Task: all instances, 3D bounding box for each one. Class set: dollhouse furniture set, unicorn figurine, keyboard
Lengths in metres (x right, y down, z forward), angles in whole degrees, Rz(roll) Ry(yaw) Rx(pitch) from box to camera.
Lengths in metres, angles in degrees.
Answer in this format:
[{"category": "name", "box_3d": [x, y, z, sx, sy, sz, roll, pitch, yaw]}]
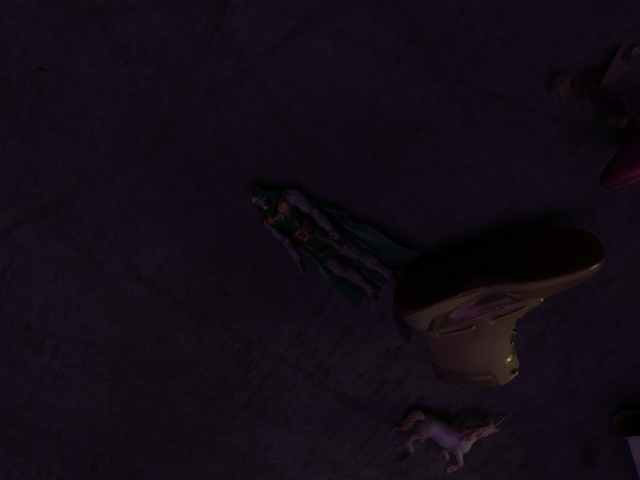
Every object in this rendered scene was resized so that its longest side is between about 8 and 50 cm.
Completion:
[{"category": "dollhouse furniture set", "box_3d": [0.338, -0.169, 0.749, 0.114, 0.091, 0.081, 41, 77, -44]}, {"category": "unicorn figurine", "box_3d": [0.209, 0.319, 1.042, 0.162, 0.060, 0.111, 17, 123, -6]}, {"category": "keyboard", "box_3d": [0.205, 0.046, 0.890, 0.180, 0.023, 0.108, -1, 122, 4]}]

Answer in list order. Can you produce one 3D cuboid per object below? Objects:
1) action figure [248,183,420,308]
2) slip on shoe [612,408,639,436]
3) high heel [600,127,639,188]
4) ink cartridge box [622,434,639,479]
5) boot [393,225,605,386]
[{"category": "action figure", "box_3d": [0.000, 0.000, 0.858, 0.232, 0.063, 0.137, 36, 122, -13]}, {"category": "slip on shoe", "box_3d": [0.527, 0.311, 1.020, 0.135, 0.041, 0.051, 31, 120, -14]}, {"category": "high heel", "box_3d": [0.377, -0.164, 0.679, 0.244, 0.082, 0.117, -39, 99, 11]}, {"category": "ink cartridge box", "box_3d": [0.646, 0.356, 0.967, 0.307, 0.072, 0.303, -10, 124, 29]}, {"category": "boot", "box_3d": [0.251, 0.099, 0.856, 0.262, 0.095, 0.203, -21, 128, 13]}]
